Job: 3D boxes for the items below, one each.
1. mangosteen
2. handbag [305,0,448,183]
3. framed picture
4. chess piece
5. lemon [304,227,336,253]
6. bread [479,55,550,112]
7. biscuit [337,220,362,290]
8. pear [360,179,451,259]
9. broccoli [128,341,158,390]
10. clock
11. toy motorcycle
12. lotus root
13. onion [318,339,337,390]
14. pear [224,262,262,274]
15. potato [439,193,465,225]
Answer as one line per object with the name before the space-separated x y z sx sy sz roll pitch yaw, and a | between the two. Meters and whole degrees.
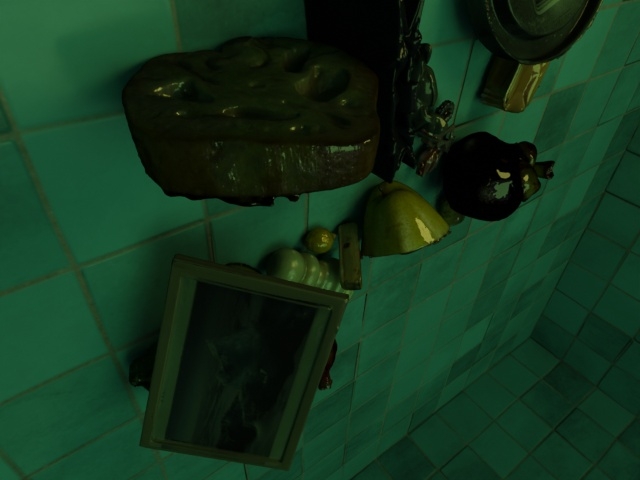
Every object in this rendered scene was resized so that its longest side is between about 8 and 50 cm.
mangosteen | 0.489 -0.175 1.265 0.287 0.287 0.233 0 110 -44
handbag | 0.098 -0.286 0.804 0.118 0.269 0.326 -32 139 -23
framed picture | -0.161 0.261 0.881 0.325 0.028 0.447 13 111 -8
chess piece | -0.034 0.085 1.130 0.243 0.133 0.133 22 105 -44
lemon | 0.000 0.000 1.123 0.092 0.065 0.065 -17 132 -31
bread | 0.531 -0.472 1.200 0.136 0.107 0.241 -8 127 -36
biscuit | 0.073 0.037 1.137 0.056 0.188 0.052 -6 142 6
pear | 0.196 -0.069 1.163 0.266 0.267 0.178 -23 100 -30
broccoli | -0.324 0.292 0.993 0.195 0.195 0.156 12 71 -48
clock | 0.483 -0.593 0.987 0.385 0.076 0.387 -11 116 -23
toy motorcycle | 0.286 -0.257 1.169 0.118 0.084 0.213 -34 146 -32
lotus root | -0.079 -0.186 0.653 0.390 0.374 0.111 -35 146 -36
onion | -0.011 0.340 1.300 0.173 0.198 0.135 -44 152 23
pear | -0.153 0.213 1.014 0.159 0.292 0.293 -8 128 -28
potato | 0.423 -0.105 1.439 0.091 0.070 0.138 -43 144 -9
